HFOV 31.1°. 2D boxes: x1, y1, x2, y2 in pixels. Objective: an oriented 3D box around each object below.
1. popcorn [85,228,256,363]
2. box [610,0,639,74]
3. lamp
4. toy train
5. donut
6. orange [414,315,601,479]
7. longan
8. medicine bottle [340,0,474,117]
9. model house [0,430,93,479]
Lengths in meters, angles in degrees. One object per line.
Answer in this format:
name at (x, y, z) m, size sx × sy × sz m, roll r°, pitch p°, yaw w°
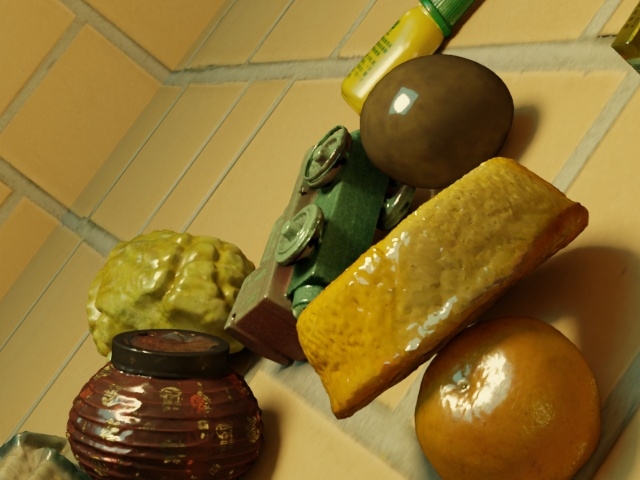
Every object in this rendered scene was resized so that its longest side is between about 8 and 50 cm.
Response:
popcorn at (-0.207, 0.101, 1.614) m, size 0.270 × 0.224 × 0.258 m, roll -41°, pitch 30°, yaw 12°
box at (0.365, -0.221, 1.072) m, size 0.193 × 0.121 × 0.030 m, roll -56°, pitch 21°, yaw -11°
lamp at (-0.185, 0.225, 1.366) m, size 0.247 × 0.247 × 0.247 m, roll -43°, pitch 22°, yaw 23°
toy train at (0.000, 0.000, 1.458) m, size 0.221 × 0.150 × 0.304 m, roll -38°, pitch 25°, yaw 47°
donut at (0.102, 0.034, 1.042) m, size 0.303 × 0.110 × 0.303 m, roll -38°, pitch -8°, yaw -7°
orange at (0.154, 0.139, 0.934) m, size 0.155 × 0.134 × 0.154 m, roll -21°, pitch 56°, yaw 34°
longan at (0.145, -0.144, 1.378) m, size 0.185 × 0.159 × 0.204 m, roll -12°, pitch 2°, yaw 35°
medicine bottle at (0.151, -0.316, 1.741) m, size 0.309 × 0.076 × 0.111 m, roll -48°, pitch 23°, yaw 13°
model house at (-0.374, 0.385, 1.493) m, size 0.298 × 0.243 × 0.284 m, roll -41°, pitch 15°, yaw 16°
